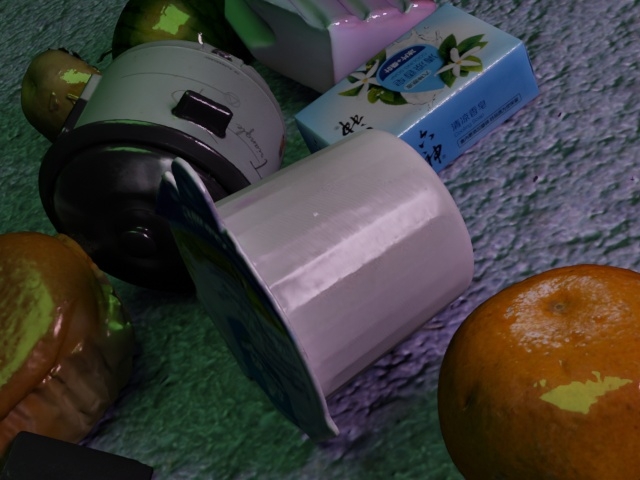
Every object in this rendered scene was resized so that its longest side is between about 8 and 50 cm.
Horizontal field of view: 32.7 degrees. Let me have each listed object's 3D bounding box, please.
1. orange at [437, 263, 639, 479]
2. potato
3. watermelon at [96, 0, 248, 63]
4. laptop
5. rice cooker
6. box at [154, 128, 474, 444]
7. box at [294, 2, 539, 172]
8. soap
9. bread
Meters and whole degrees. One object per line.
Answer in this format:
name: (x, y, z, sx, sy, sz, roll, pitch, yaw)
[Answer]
orange: (0.197, 0.119, 0.806, 0.224, 0.170, 0.224, -14, 26, 7)
potato: (-0.327, -0.178, 1.455, 0.243, 0.138, 0.098, 19, 64, 45)
watermelon: (-0.203, -0.298, 1.513, 0.204, 0.127, 0.232, -33, 38, -14)
laptop: (-0.237, 0.269, 0.969, 0.135, 0.016, 0.197, 17, 48, -4)
rice cooker: (-0.163, -0.072, 1.167, 0.280, 0.241, 0.227, -51, 18, 43)
box: (0.000, 0.000, 0.980, 0.206, 0.291, 0.262, -32, 35, -19)
box: (0.106, -0.150, 1.208, 0.232, 0.083, 0.142, -36, 42, -10)
soap: (-0.015, -0.304, 1.361, 0.193, 0.109, 0.324, -16, 44, -19)
bread: (-0.376, 0.153, 1.100, 0.388, 0.183, 0.236, -41, 44, -14)
